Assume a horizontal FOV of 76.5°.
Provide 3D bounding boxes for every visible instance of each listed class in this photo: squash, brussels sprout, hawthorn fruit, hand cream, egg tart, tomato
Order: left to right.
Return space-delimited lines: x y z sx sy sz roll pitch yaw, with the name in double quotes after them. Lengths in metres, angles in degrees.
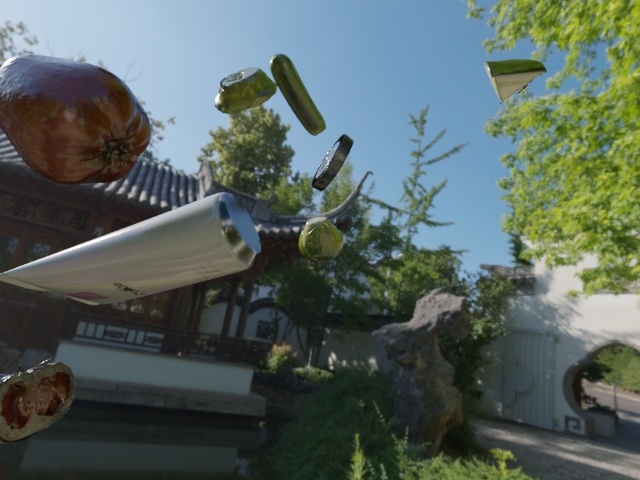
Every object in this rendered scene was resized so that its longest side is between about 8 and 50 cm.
-0.772 0.405 1.031 0.155 0.180 0.214 -10 -8 19 "tomato"
-0.322 -0.163 0.502 0.204 0.162 0.162 33 -13 8 "hawthorn fruit"
-0.272 0.034 0.622 0.359 0.117 0.185 -19 -23 11 "hand cream"
-0.218 -0.429 1.142 0.197 0.197 0.078 2 -48 25 "egg tart"
-0.060 -0.380 1.070 0.066 0.066 0.228 -7 -55 47 "squash"
-0.002 0.003 1.535 0.162 0.143 0.180 -15 -68 30 "brussels sprout"
0.508 -0.473 1.191 0.252 0.093 0.169 -18 -9 -29 "squash"

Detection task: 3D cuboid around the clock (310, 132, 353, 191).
0.039 -0.265 1.390 0.042 0.214 0.215 31 -20 -12 "clock"
